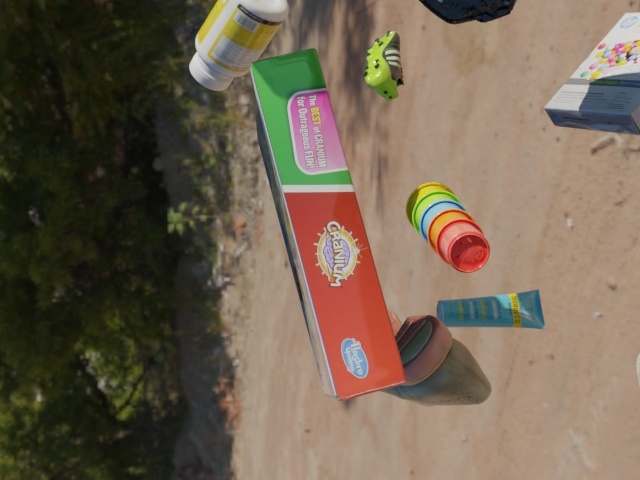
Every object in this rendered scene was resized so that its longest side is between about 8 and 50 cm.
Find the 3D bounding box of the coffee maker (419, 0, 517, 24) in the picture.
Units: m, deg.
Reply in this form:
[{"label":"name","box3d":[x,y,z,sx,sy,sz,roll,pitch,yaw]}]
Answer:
[{"label":"coffee maker","box3d":[0.194,-0.324,0.888,0.171,0.120,0.178,20,73,38]}]

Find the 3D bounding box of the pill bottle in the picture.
[{"label":"pill bottle","box3d":[-0.137,-0.330,1.382,0.184,0.103,0.103,-47,42,39]}]

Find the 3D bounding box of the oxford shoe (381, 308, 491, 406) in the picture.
[{"label":"oxford shoe","box3d":[0.134,0.206,1.381,0.140,0.146,0.397,-52,11,-10]}]

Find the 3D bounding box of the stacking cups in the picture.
[{"label":"stacking cups","box3d":[0.213,-0.019,1.384,0.316,0.096,0.096,-111,22,-74]}]

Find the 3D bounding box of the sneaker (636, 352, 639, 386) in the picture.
[{"label":"sneaker","box3d":[0.576,0.138,1.162,0.350,0.148,0.131,114,162,-61]}]

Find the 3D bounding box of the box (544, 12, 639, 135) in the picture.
[{"label":"box","box3d":[0.396,-0.215,1.090,0.038,0.186,0.145,50,166,-29]}]

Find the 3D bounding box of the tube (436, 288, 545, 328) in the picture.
[{"label":"tube","box3d":[0.331,0.139,1.671,0.052,0.207,0.080,117,150,-74]}]

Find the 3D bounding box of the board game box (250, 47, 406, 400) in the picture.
[{"label":"board game box","box3d":[0.000,0.000,0.877,0.242,0.064,0.316,106,150,-81]}]

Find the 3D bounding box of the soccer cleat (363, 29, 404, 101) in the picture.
[{"label":"soccer cleat","box3d":[0.115,-0.303,1.493,0.060,0.072,0.178,-28,28,31]}]
